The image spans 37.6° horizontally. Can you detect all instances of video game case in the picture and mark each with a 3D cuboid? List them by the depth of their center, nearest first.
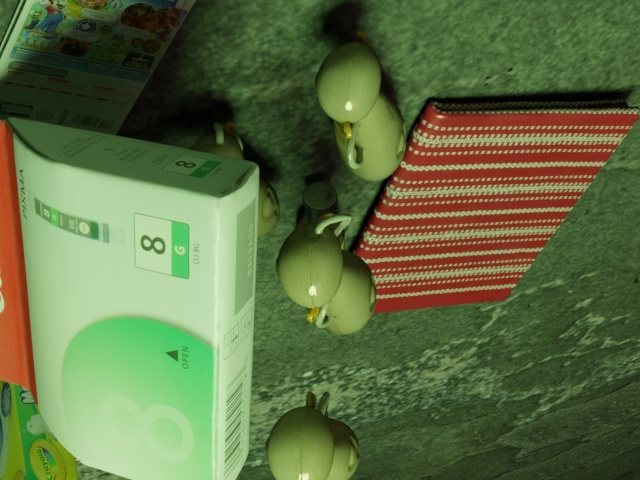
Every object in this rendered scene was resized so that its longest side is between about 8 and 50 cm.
[{"bbox_3d":[-0.133,-0.106,0.529,0.087,0.011,0.122,6,141,-37],"label":"video game case"}]

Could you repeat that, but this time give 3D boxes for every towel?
[{"bbox_3d":[0.128,-0.022,0.814,0.199,0.031,0.275,-4,144,-23],"label":"towel"}]

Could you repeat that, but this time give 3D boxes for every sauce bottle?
[{"bbox_3d":[0.000,0.000,0.754,0.042,0.042,0.128,-15,151,-11],"label":"sauce bottle"}]

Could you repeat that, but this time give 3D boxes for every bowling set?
[{"bbox_3d":[-0.058,0.018,0.603,0.200,0.287,0.154,3,168,12],"label":"bowling set"}]

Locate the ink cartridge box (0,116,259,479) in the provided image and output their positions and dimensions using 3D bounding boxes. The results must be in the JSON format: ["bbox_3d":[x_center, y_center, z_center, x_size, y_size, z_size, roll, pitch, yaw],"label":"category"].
[{"bbox_3d":[-0.145,0.029,0.507,0.225,0.056,0.181,11,117,15],"label":"ink cartridge box"}]

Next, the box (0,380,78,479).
[{"bbox_3d":[-0.230,0.159,0.730,0.043,0.179,0.105,2,142,-35],"label":"box"}]
